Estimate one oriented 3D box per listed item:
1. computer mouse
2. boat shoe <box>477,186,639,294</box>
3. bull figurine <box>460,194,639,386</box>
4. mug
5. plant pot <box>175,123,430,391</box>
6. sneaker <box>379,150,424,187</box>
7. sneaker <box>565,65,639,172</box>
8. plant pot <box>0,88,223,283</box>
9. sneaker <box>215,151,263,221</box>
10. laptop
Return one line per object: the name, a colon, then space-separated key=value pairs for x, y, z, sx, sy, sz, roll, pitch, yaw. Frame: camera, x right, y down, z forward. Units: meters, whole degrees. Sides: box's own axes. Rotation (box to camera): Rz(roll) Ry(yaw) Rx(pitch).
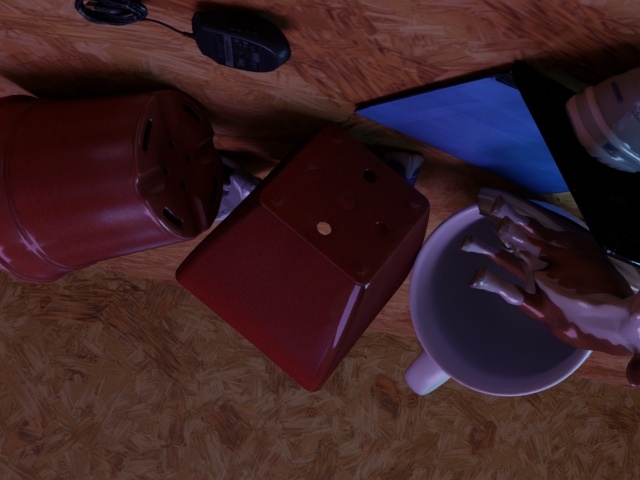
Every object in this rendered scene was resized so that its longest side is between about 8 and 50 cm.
computer mouse: x=-0.146 y=-0.235 z=1.070 sx=0.242 sy=0.041 sz=0.071 roll=16 pitch=159 yaw=1
boat shoe: x=0.294 y=0.015 z=1.254 sx=0.104 sy=0.089 sz=0.285 roll=16 pitch=-165 yaw=-42
bull figurine: x=0.250 y=0.043 z=1.022 sx=0.188 sy=0.101 sz=0.310 roll=30 pitch=-172 yaw=-1
mug: x=0.277 y=0.106 z=1.539 sx=0.276 sy=0.374 sz=0.328 roll=48 pitch=-163 yaw=12
plant pot: x=0.000 y=0.000 z=1.387 sx=0.267 sy=0.267 sz=0.236 roll=40 pitch=146 yaw=2
sneaker: x=0.097 y=-0.082 z=1.474 sx=0.068 sy=0.071 sz=0.170 roll=12 pitch=168 yaw=-11
sneaker: x=0.386 y=-0.114 z=1.046 sx=0.281 sy=0.105 sz=0.115 roll=7 pitch=150 yaw=-42
plant pot: x=-0.295 y=-0.088 z=1.366 sx=0.265 sy=0.273 sz=0.272 roll=-7 pitch=161 yaw=27
sneaker: x=-0.167 y=-0.098 z=1.622 sx=0.132 sy=0.086 sz=0.228 roll=38 pitch=160 yaw=-28
laptop: x=0.297 y=-0.033 z=1.199 sx=0.381 sy=0.408 sz=0.236 roll=18 pitch=131 yaw=-36
